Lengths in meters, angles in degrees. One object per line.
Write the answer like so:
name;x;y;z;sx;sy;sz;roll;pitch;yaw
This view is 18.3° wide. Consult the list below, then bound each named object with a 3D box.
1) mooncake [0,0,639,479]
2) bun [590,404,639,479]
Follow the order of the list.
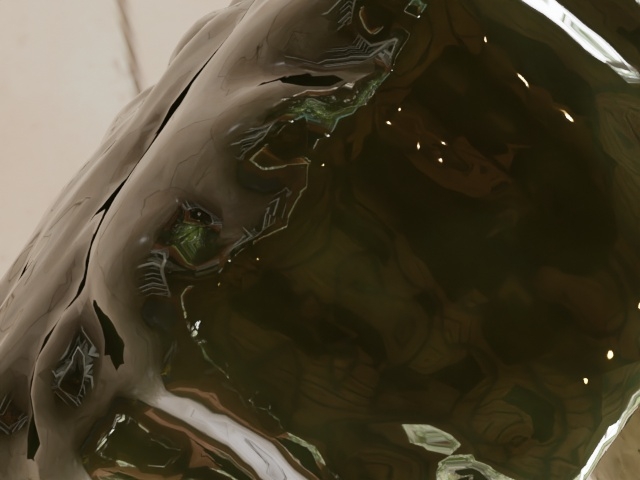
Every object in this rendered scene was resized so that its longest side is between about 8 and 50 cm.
mooncake;0.000;0.000;0.847;0.194;0.356;0.356;35;60;-16
bun;0.325;0.099;1.247;0.234;0.326;0.362;20;51;-86
